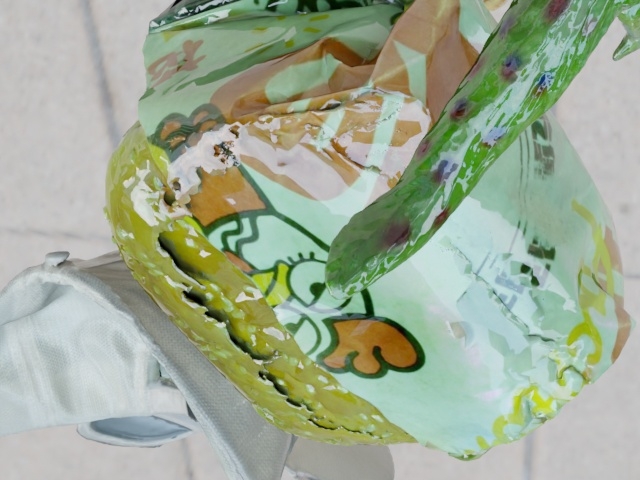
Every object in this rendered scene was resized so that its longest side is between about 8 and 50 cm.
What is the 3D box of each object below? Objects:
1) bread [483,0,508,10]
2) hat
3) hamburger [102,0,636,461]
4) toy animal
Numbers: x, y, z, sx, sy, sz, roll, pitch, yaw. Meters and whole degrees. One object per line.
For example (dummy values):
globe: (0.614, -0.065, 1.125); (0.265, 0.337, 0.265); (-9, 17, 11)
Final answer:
bread: (0.143, -0.241, 1.451); (0.044, 0.083, 0.110); (-20, 168, -25)
hat: (-0.059, 0.068, 0.969); (0.219, 0.226, 0.164); (9, 105, 38)
hamburger: (-0.002, -0.001, 0.710); (0.235, 0.125, 0.214); (-8, 121, 30)
toy animal: (0.079, -0.065, 0.565); (0.041, 0.217, 0.075); (40, -173, 19)
